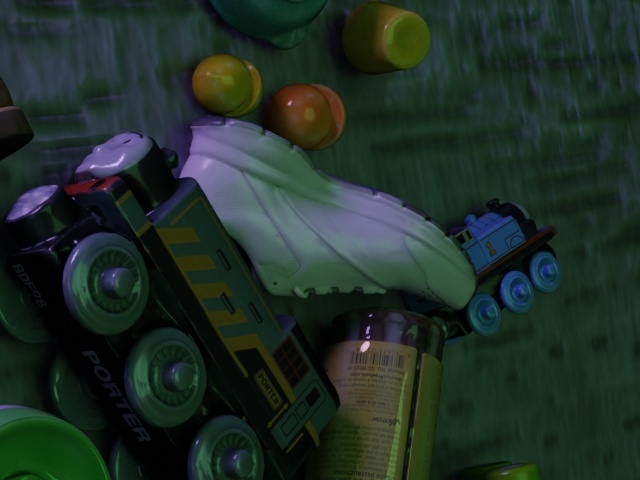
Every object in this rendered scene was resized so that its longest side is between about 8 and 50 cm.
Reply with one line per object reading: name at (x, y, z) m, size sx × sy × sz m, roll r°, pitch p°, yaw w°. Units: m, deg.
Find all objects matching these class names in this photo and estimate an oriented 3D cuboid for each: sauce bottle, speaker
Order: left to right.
speaker at (-0.257, 0.172, 1.062) m, size 0.131 × 0.296 × 0.131 m, roll 7°, pitch 79°, yaw -39°
sauce bottle at (0.036, 0.232, 1.410) m, size 0.111 × 0.111 × 0.344 m, roll 26°, pitch 64°, yaw -34°

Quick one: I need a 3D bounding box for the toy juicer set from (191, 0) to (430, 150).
toy juicer set at (-0.065, -0.218, 1.435) m, size 0.209 × 0.089 × 0.329 m, roll -50°, pitch 119°, yaw -13°

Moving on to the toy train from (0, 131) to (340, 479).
toy train at (-0.119, 0.076, 1.300) m, size 0.190 × 0.142 × 0.334 m, roll -48°, pitch 116°, yaw -39°

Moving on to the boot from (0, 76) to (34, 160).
boot at (-0.346, -0.087, 1.155) m, size 0.305 × 0.112 × 0.115 m, roll -21°, pitch 85°, yaw -54°

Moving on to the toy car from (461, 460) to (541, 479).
toy car at (0.112, 0.295, 1.491) m, size 0.188 × 0.149 × 0.155 m, roll -9°, pitch 85°, yaw -12°

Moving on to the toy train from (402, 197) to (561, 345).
toy train at (0.157, 0.027, 1.576) m, size 0.184 × 0.080 × 0.105 m, roll -31°, pitch 97°, yaw -38°

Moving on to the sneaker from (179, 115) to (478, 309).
sneaker at (0.000, 0.000, 1.430) m, size 0.297 × 0.111 × 0.129 m, roll 25°, pitch 85°, yaw -15°
